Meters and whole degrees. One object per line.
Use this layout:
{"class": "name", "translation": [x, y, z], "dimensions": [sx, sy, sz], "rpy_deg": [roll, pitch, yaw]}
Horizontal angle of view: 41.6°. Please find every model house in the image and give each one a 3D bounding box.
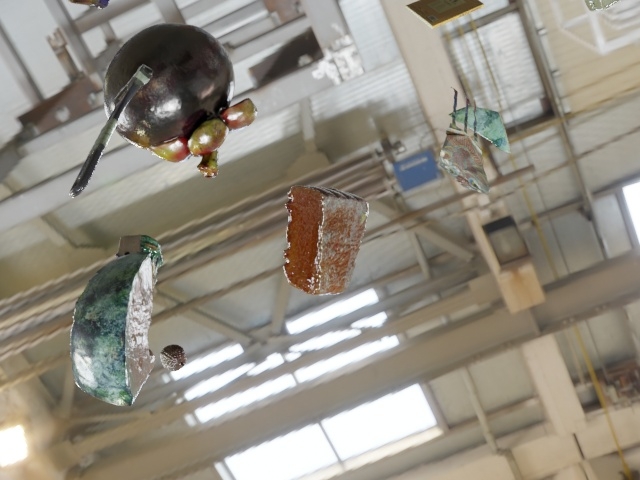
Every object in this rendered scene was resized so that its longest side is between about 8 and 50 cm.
{"class": "model house", "translation": [-0.409, 0.054, 1.884], "dimensions": [0.088, 0.100, 0.100], "rpy_deg": [1, -130, 4]}

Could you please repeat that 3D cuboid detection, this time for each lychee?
{"class": "lychee", "translation": [-0.365, 0.292, 2.099], "dimensions": [0.083, 0.068, 0.067], "rpy_deg": [18, -100, 39]}

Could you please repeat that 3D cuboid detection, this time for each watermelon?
{"class": "watermelon", "translation": [0.395, -0.280, 2.058], "dimensions": [0.094, 0.180, 0.081], "rpy_deg": [10, -109, 61]}
{"class": "watermelon", "translation": [-0.419, 0.180, 1.734], "dimensions": [0.148, 0.226, 0.318], "rpy_deg": [1, -107, 13]}

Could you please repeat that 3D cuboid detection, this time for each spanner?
{"class": "spanner", "translation": [-0.345, -0.179, 1.366], "dimensions": [0.087, 0.024, 0.315], "rpy_deg": [-27, -145, 36]}

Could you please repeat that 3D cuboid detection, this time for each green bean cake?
{"class": "green bean cake", "translation": [0.000, 0.000, 1.807], "dimensions": [0.097, 0.232, 0.199], "rpy_deg": [21, -166, 37]}

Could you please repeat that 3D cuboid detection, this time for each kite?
{"class": "kite", "translation": [0.259, -0.192, 1.528], "dimensions": [0.016, 0.127, 0.229], "rpy_deg": [-30, -135, 41]}

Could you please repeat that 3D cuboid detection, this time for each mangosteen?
{"class": "mangosteen", "translation": [-0.390, -0.393, 2.348], "dimensions": [0.382, 0.435, 0.382], "rpy_deg": [-42, 167, -13]}

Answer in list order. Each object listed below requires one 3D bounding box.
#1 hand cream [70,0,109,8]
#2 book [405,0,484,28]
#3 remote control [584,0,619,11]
{"class": "hand cream", "translation": [-0.417, -0.426, 1.393], "dimensions": [0.039, 0.062, 0.163], "rpy_deg": [12, -179, 31]}
{"class": "book", "translation": [0.326, -0.614, 2.205], "dimensions": [0.172, 0.012, 0.118], "rpy_deg": [-26, -127, -19]}
{"class": "remote control", "translation": [0.714, -0.589, 1.820], "dimensions": [0.285, 0.038, 0.123], "rpy_deg": [-32, -170, 10]}
